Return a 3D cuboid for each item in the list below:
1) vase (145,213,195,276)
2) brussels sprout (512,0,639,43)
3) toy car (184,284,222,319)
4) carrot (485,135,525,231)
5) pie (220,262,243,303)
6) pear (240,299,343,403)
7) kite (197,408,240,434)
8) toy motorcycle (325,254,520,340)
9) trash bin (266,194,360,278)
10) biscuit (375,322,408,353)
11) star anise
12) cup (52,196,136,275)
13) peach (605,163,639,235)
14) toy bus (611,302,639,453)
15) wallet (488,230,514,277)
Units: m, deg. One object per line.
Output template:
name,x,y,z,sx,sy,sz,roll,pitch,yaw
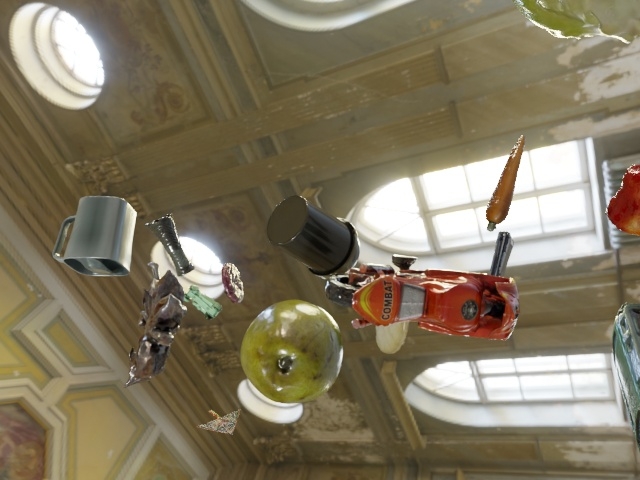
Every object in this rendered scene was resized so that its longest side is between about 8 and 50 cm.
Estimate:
vase,-0.576,0.022,1.851,0.237,0.116,0.115,67,-153,-13
brussels sprout,0.414,-0.462,0.734,0.316,0.243,0.273,46,-165,-19
toy car,-0.428,0.223,1.730,0.143,0.073,0.054,40,-153,-5
carrot,0.573,-0.177,1.451,0.069,0.069,0.335,36,-106,-56
pie,-0.321,0.155,1.737,0.154,0.036,0.154,-15,-90,-82
pear,-0.071,0.267,1.146,0.307,0.253,0.252,41,-139,-83
kite,-0.386,0.707,1.852,0.190,0.159,0.010,-7,-63,-39
toy motorcycle,0.159,0.078,0.653,0.171,0.299,0.089,-149,66,-71
trash bin,0.000,0.000,1.564,0.334,0.214,0.214,35,-132,-41
biscuit,0.203,0.220,1.369,0.188,0.040,0.265,-106,23,-49
star anise,-0.307,0.154,0.902,0.081,0.230,0.262,13,-138,-21
cup,-0.407,-0.003,0.853,0.095,0.128,0.129,87,-177,-66
peach,0.669,-0.084,0.964,0.118,0.152,0.151,89,-173,-57
toy bus,0.685,0.292,0.908,0.343,0.184,0.199,-62,-31,-52
wallet,0.491,0.085,1.320,0.167,0.036,0.221,12,-87,-65
